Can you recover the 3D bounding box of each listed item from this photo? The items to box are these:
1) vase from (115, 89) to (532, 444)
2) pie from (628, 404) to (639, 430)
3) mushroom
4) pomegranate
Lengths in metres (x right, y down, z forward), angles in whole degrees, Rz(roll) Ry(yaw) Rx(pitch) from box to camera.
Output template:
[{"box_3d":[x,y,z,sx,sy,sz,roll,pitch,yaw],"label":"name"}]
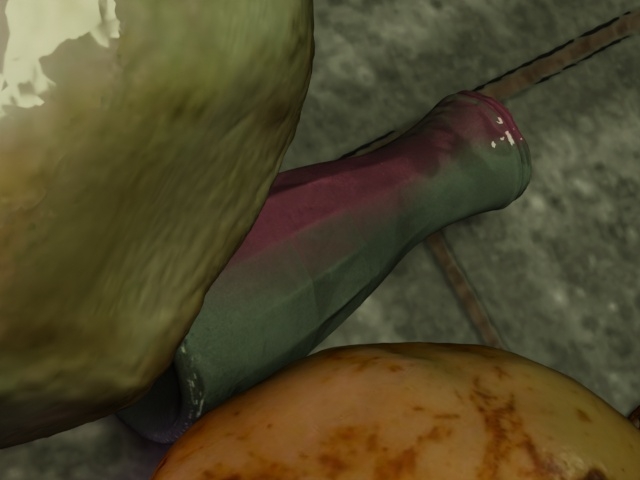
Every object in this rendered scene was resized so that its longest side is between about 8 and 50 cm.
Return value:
[{"box_3d":[0.000,0.000,0.703,0.214,0.086,0.086,-29,88,-34],"label":"vase"},{"box_3d":[0.174,0.173,0.758,0.088,0.033,0.191,-30,88,-26],"label":"pie"},{"box_3d":[-0.125,-0.017,0.539,0.267,0.189,0.164,-12,76,2],"label":"mushroom"},{"box_3d":[0.031,0.141,0.607,0.215,0.215,0.215,8,71,-23],"label":"pomegranate"}]
